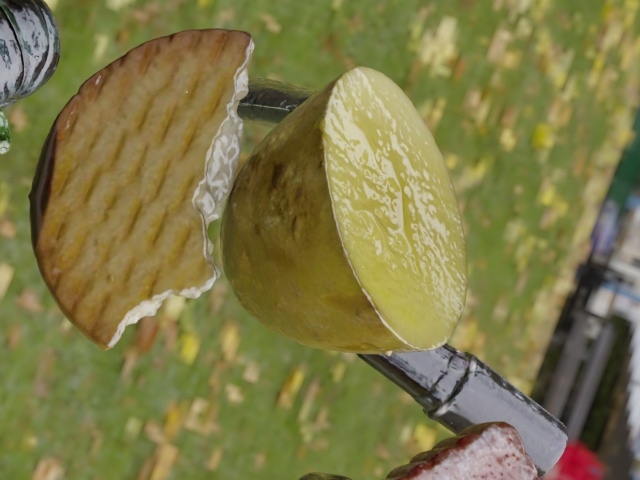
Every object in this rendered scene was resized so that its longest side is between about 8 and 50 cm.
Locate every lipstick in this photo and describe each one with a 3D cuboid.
[{"bbox_3d":[0.123,0.141,1.993,0.081,0.299,0.081,-49,-164,20],"label":"lipstick"}]

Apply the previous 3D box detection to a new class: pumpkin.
[{"bbox_3d":[-0.327,-0.161,1.759,0.194,0.194,0.150,-64,144,-51],"label":"pumpkin"}]

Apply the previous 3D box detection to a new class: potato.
[{"bbox_3d":[0.000,0.000,1.397,0.158,0.203,0.178,-24,176,32],"label":"potato"}]

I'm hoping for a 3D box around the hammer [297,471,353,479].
[{"bbox_3d":[0.084,0.366,1.531,0.409,0.095,0.242,68,-18,7],"label":"hammer"}]

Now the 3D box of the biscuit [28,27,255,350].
[{"bbox_3d":[-0.112,-0.045,1.360,0.228,0.176,0.031,-43,164,-5],"label":"biscuit"}]

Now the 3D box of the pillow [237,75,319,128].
[{"bbox_3d":[-0.073,-0.153,2.158,0.141,0.208,0.055,-5,105,-58],"label":"pillow"}]

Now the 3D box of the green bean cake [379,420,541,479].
[{"bbox_3d":[0.107,0.215,1.433,0.135,0.136,0.056,-27,-177,-30],"label":"green bean cake"}]
